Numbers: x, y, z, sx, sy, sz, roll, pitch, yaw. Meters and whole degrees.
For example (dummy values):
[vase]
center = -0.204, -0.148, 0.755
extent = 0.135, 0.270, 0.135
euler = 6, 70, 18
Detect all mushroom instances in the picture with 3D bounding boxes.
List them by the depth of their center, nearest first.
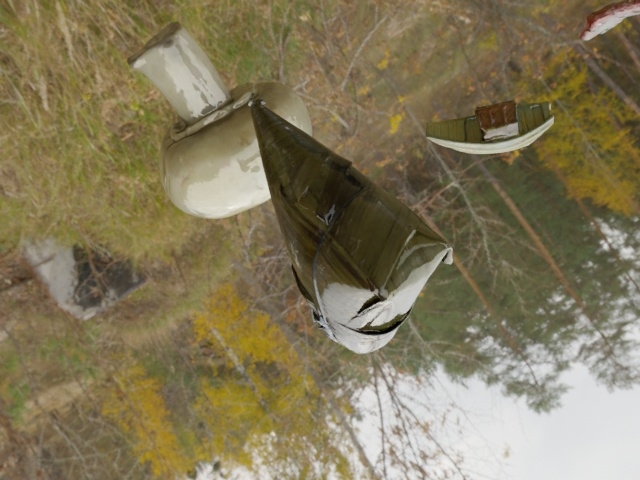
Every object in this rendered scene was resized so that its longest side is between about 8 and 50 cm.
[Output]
[mushroom]
center = -0.195, -0.214, 0.969
extent = 0.314, 0.336, 0.314
euler = -28, -150, 18

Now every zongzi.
[zongzi]
center = 0.000, 0.000, 0.561
extent = 0.112, 0.242, 0.221
euler = -37, 159, -25

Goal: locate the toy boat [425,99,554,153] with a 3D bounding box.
[toy boat]
center = 0.238, -0.163, 0.763
extent = 0.172, 0.066, 0.065
euler = -7, -128, 22

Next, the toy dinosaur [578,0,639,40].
[toy dinosaur]
center = 0.311, -0.231, 0.411
extent = 0.167, 0.053, 0.242
euler = -11, 175, 13
